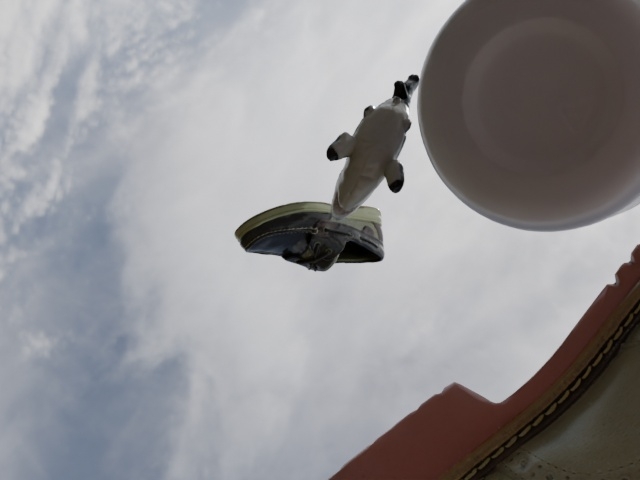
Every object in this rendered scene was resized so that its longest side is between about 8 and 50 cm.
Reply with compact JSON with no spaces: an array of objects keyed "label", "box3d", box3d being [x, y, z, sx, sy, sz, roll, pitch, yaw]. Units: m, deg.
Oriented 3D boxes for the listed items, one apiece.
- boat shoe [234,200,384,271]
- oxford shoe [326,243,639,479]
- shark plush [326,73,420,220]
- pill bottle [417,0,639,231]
[{"label":"boat shoe","box3d":[0.000,0.000,1.019,0.080,0.223,0.073,-36,-113,40]},{"label":"oxford shoe","box3d":[0.167,0.076,0.320,0.397,0.140,0.146,-41,-135,2]},{"label":"shark plush","box3d":[0.048,-0.097,0.787,0.067,0.073,0.161,108,-2,-64]},{"label":"pill bottle","box3d":[0.208,-0.103,0.697,0.181,0.323,0.181,2,-86,24]}]
